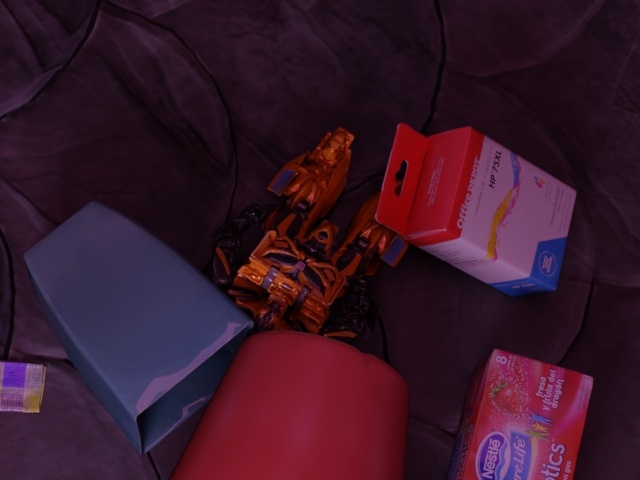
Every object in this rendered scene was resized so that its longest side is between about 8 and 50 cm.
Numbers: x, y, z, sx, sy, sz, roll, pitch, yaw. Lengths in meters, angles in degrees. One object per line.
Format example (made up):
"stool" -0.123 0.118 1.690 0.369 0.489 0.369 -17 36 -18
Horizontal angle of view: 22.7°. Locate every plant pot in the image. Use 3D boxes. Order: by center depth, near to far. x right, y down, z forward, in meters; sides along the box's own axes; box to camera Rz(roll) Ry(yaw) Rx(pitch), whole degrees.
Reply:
"plant pot" -0.028 0.244 1.679 0.275 0.275 0.243 17 65 -1
"plant pot" -0.213 0.082 1.773 0.165 0.165 0.234 -39 76 -17

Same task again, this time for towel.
"towel" -0.355 0.164 1.804 0.083 0.009 0.060 7 71 -5

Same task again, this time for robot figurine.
"robot figurine" 0.000 0.000 1.818 0.211 0.085 0.291 31 45 4

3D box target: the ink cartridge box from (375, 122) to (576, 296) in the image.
"ink cartridge box" 0.182 -0.040 1.847 0.231 0.078 0.134 27 68 -32

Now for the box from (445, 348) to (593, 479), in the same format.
"box" 0.209 0.267 1.780 0.122 0.128 0.257 16 71 -2
